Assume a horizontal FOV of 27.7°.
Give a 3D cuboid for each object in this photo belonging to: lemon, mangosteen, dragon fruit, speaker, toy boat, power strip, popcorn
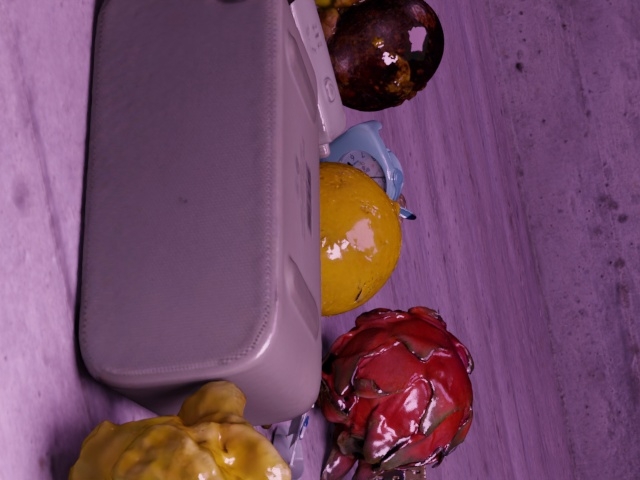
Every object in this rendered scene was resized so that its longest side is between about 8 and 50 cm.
[{"bbox_3d":[0.000,0.000,1.442,0.206,0.173,0.173,-42,122,-42],"label":"lemon"},{"bbox_3d":[0.064,-0.287,1.808,0.217,0.192,0.192,50,25,-10],"label":"mangosteen"},{"bbox_3d":[0.087,0.193,1.572,0.192,0.193,0.274,71,29,-43],"label":"dragon fruit"},{"bbox_3d":[-0.093,-0.037,1.175,0.184,0.183,0.406,57,28,-61],"label":"speaker"},{"bbox_3d":[-0.030,0.198,1.393,0.105,0.034,0.149,-177,-87,-79],"label":"toy boat"},{"bbox_3d":[-0.042,-0.288,1.646,0.091,0.062,0.385,-49,125,-64],"label":"power strip"},{"bbox_3d":[-0.104,0.212,0.984,0.155,0.197,0.198,-11,91,-41],"label":"popcorn"}]

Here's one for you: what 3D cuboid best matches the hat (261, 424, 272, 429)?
[{"bbox_3d":[-0.051,0.152,1.351,0.077,0.076,0.059,-86,170,-49],"label":"hat"}]

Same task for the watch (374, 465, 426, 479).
[{"bbox_3d":[0.109,0.338,1.731,0.165,0.102,0.268,-45,130,-70],"label":"watch"}]

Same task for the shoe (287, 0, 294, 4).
[{"bbox_3d":[-0.106,-0.326,1.297,0.384,0.171,0.237,-75,146,-68],"label":"shoe"}]

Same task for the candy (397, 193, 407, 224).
[{"bbox_3d":[0.070,-0.055,1.842,0.110,0.085,0.095,53,22,-33],"label":"candy"}]

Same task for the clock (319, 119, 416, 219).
[{"bbox_3d":[0.066,-0.077,1.726,0.045,0.108,0.147,-25,83,-51],"label":"clock"}]
